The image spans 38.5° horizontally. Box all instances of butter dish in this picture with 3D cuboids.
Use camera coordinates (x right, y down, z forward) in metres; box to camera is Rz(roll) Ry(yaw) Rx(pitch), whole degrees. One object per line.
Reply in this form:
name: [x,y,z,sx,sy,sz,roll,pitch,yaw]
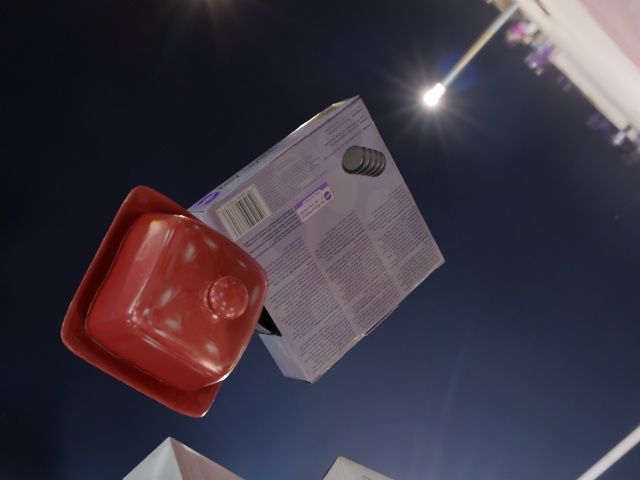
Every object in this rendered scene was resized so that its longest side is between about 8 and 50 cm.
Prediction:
butter dish: [-0.104,0.049,0.761,0.160,0.160,0.118,37,153,-30]

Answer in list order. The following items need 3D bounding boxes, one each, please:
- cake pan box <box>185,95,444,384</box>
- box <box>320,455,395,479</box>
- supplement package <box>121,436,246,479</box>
cake pan box: [0.000,0.000,1.094,0.070,0.267,0.245,-2,124,58]
box: [0.083,0.339,0.835,0.169,0.087,0.290,19,141,28]
supplement package: [-0.179,0.434,1.328,0.203,0.149,0.194,41,-170,-37]
